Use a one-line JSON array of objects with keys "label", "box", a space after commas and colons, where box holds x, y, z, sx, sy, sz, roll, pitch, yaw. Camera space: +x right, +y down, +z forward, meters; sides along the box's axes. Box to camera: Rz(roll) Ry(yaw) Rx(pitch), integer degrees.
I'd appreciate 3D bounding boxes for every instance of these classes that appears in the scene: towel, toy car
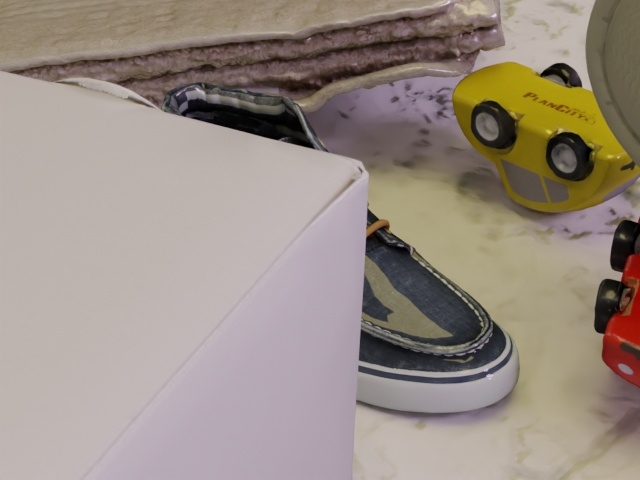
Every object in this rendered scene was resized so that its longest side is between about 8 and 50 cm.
[{"label": "towel", "box": [-0.045, -0.118, 0.773, 0.282, 0.049, 0.187, -5, 27, 9]}, {"label": "toy car", "box": [0.190, -0.013, 0.641, 0.225, 0.053, 0.239, -7, 35, -11]}]

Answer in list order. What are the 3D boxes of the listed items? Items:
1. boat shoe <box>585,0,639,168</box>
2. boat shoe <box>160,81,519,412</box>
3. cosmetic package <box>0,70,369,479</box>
[{"label": "boat shoe", "box": [0.239, 0.011, 0.494, 0.113, 0.127, 0.340, -22, 53, -32]}, {"label": "boat shoe", "box": [0.000, 0.000, 0.593, 0.183, 0.083, 0.065, 25, 41, 33]}, {"label": "cosmetic package", "box": [-0.147, 0.101, 0.378, 0.197, 0.155, 0.365, 16, 36, 22]}]
